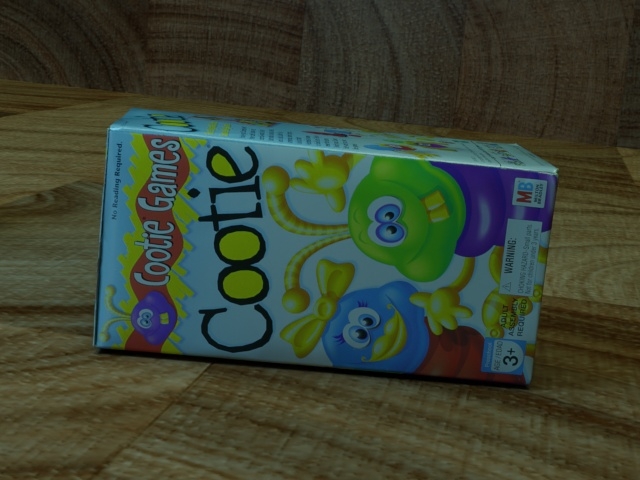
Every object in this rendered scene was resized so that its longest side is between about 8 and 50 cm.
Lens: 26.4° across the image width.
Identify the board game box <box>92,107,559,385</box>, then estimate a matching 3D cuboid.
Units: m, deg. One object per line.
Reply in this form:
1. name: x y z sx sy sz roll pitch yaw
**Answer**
1. board game box: 0.000 0.000 0.900 0.275 0.142 0.144 5 10 -3
